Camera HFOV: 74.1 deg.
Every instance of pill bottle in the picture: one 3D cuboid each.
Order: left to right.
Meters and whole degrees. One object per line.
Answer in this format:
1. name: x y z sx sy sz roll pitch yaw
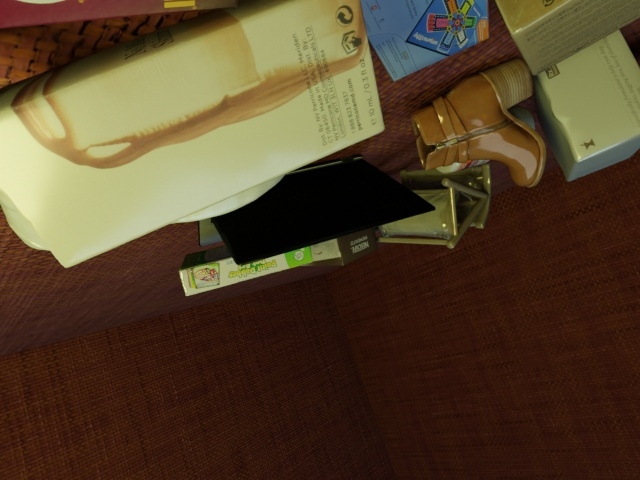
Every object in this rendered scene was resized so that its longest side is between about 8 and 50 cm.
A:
1. pill bottle: 0.362 -0.233 0.959 0.220 0.121 0.121 -17 170 -16

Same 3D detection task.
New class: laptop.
1. laptop: -0.047 -0.027 0.914 0.381 0.237 0.408 -15 160 -21

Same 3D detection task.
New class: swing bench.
1. swing bench: 0.266 -0.094 1.075 0.253 0.166 0.254 4 -163 42

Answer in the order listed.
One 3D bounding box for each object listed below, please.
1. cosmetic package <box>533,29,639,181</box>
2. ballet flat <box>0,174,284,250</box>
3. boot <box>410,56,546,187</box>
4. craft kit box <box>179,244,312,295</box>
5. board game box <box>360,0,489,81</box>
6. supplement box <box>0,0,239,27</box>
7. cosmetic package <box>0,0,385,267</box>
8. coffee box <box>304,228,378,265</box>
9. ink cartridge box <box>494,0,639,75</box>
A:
1. cosmetic package: 0.589 -0.272 0.936 0.156 0.218 0.385 -24 172 25
2. ballet flat: -0.235 -0.091 0.595 0.399 0.139 0.139 -17 170 -12
3. boot: 0.309 -0.181 0.831 0.220 0.109 0.284 -27 131 5
4. craft kit box: -0.164 0.037 0.901 0.246 0.061 0.250 -12 -172 -13
5. board game box: 0.115 -0.275 0.488 0.144 0.027 0.281 -17 172 21
6. supplement box: -0.144 -0.200 0.251 0.188 0.081 0.104 -17 170 -20
7. cosmetic package: -0.113 -0.119 0.379 0.295 0.153 0.129 -26 127 -8
8. coffee box: 0.000 0.000 1.069 0.246 0.098 0.141 -4 -168 46
9. ink cartridge box: 0.350 -0.326 0.520 0.234 0.088 0.193 -27 170 32
